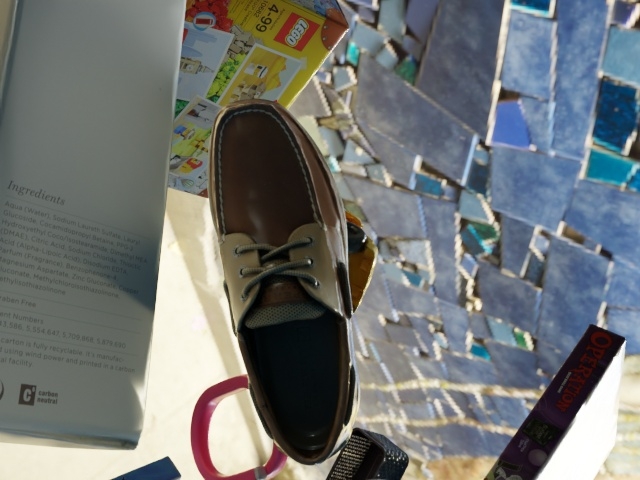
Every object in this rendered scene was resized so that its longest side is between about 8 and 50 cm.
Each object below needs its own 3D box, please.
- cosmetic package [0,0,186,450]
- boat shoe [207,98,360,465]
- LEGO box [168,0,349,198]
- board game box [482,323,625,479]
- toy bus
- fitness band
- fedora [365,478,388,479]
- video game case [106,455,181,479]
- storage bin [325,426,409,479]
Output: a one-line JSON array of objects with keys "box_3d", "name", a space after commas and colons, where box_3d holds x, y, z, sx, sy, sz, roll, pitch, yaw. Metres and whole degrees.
[{"box_3d": [-0.238, -0.043, 0.652, 0.156, 0.217, 0.385, 23, 67, -46], "name": "cosmetic package"}, {"box_3d": [-0.025, 0.037, 0.721, 0.123, 0.116, 0.324, -14, 96, 0], "name": "boat shoe"}, {"box_3d": [-0.250, -0.347, 1.672, 0.372, 0.193, 0.500, 15, 131, -35], "name": "LEGO box"}, {"box_3d": [0.226, 0.275, 0.902, 0.347, 0.056, 0.208, -45, 145, -30], "name": "board game box"}, {"box_3d": [0.000, 0.000, 1.397, 0.211, 0.220, 0.149, -44, 156, -63], "name": "toy bus"}, {"box_3d": [-0.163, 0.374, 1.652, 0.054, 0.291, 0.209, 2, 69, -41], "name": "fitness band"}, {"box_3d": [0.104, 0.467, 1.327, 0.275, 0.244, 0.124, 28, 107, -31], "name": "fedora"}, {"box_3d": [-0.432, 0.559, 1.672, 0.269, 0.061, 0.244, -12, 141, -43], "name": "video game case"}, {"box_3d": [0.095, 0.513, 1.831, 0.084, 0.122, 0.180, 25, 93, -39], "name": "storage bin"}]
